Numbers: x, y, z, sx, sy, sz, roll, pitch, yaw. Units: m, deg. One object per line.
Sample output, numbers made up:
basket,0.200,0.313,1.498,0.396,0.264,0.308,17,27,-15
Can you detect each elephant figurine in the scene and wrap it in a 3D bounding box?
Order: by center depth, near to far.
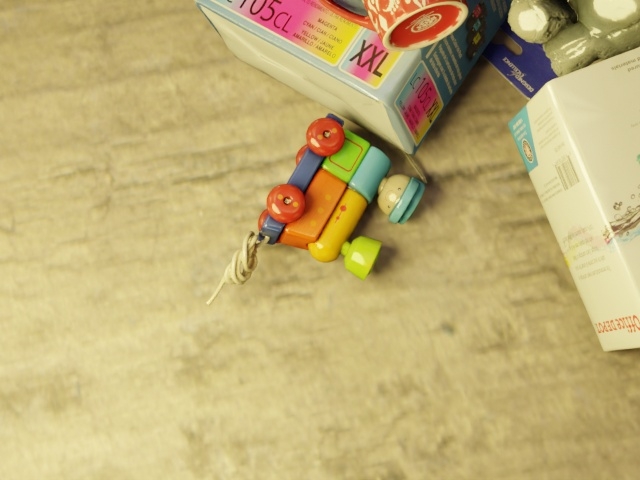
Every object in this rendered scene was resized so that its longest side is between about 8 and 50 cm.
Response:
elephant figurine,0.304,-0.269,1.386,0.186,0.169,0.239,45,35,11

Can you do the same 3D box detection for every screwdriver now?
screwdriver,0.074,-0.129,1.536,0.024,0.025,0.170,-30,74,-9

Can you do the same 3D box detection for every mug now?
mug,0.069,-0.276,1.369,0.113,0.150,0.169,-11,70,-29

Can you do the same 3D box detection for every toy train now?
toy train,0.000,0.000,1.455,0.143,0.105,0.248,30,73,0

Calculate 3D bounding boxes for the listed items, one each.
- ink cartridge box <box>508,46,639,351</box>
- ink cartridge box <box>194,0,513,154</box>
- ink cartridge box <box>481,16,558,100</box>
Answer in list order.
ink cartridge box,0.343,-0.047,1.358,0.197,0.198,0.270,-21,85,-6
ink cartridge box,0.089,-0.336,1.507,0.270,0.151,0.395,31,80,22
ink cartridge box,0.322,-0.341,1.582,0.371,0.069,0.176,-40,71,-9
